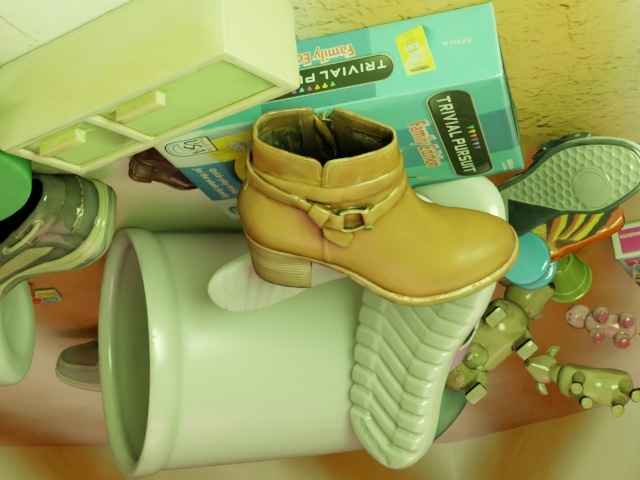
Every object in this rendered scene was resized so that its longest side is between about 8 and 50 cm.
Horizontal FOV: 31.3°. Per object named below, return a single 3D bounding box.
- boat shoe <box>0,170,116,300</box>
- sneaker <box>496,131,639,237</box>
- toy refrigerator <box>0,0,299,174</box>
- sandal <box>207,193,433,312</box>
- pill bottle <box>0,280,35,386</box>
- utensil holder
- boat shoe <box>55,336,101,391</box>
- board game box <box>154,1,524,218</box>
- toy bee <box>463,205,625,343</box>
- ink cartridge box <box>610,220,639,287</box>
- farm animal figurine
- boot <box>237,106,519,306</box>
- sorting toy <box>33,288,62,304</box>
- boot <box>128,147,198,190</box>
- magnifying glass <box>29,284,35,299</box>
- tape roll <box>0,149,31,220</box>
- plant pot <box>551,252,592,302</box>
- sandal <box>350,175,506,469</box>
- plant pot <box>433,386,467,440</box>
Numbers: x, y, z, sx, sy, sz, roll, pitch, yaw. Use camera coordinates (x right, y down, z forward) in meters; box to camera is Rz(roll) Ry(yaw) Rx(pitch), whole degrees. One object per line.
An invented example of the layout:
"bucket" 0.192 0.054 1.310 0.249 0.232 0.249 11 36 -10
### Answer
"boat shoe" -0.406 -0.005 1.351 0.355 0.132 0.130 -24 147 24
"sneaker" 0.300 -0.081 1.267 0.163 0.086 0.226 -28 -176 -38
"toy refrigerator" -0.156 -0.140 1.008 0.269 0.094 0.102 -16 160 32
"sandal" -0.004 -0.006 1.244 0.265 0.076 0.102 -20 135 8
"pill bottle" -0.575 0.120 1.553 0.333 0.188 0.188 -6 163 3
"utensil holder" -0.085 0.142 1.570 0.385 0.328 0.327 -2 163 -22
"boat shoe" -0.315 0.196 2.039 0.320 0.103 0.118 -3 -152 2
"board game box" 0.026 -0.118 1.159 0.335 0.079 0.254 -9 163 12
"toy bee" 0.241 -0.004 1.516 0.298 0.162 0.195 -31 164 -10
"ink cartridge box" 0.583 0.022 1.814 0.185 0.065 0.311 -12 163 22
"farm animal figurine" 0.304 0.140 1.731 0.326 0.330 0.172 -25 -175 6
"boot" 0.063 -0.042 1.083 0.283 0.109 0.220 5 145 1
"sorting toy" -0.451 0.091 1.790 0.083 0.012 0.062 -5 163 -2
"boot" -0.157 -0.095 1.257 0.106 0.037 0.114 -2 158 -17
"magnifying glass" -0.551 0.089 1.735 0.230 0.026 0.092 -6 163 1
"tape roll" -0.450 -0.083 1.130 0.321 0.077 0.321 -5 163 -1
"plant pot" 0.381 0.046 1.810 0.083 0.083 0.079 -12 150 19
"sandal" 0.130 0.089 1.376 0.102 0.169 0.416 -15 134 -42
"plant pot" 0.154 0.191 1.919 0.196 0.293 0.293 -29 168 -15
